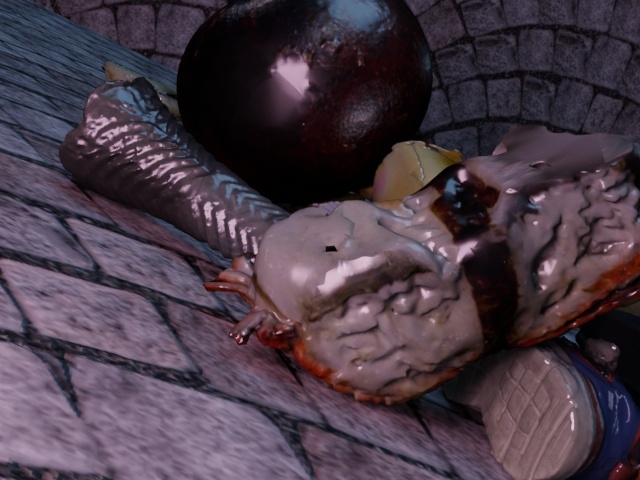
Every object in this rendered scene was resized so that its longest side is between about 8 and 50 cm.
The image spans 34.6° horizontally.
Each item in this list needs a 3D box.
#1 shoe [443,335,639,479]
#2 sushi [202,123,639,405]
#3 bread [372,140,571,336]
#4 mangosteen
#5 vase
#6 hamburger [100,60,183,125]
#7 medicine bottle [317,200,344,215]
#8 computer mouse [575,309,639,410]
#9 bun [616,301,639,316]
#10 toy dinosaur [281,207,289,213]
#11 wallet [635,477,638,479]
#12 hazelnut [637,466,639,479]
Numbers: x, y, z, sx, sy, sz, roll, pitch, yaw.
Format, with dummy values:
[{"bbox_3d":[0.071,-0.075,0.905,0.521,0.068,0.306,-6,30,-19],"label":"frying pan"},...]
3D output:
[{"bbox_3d":[0.175,0.108,0.755,0.126,0.099,0.227,17,16,-14],"label":"shoe"},{"bbox_3d":[0.093,0.011,0.690,0.124,0.332,0.129,-121,-171,-65],"label":"sushi"},{"bbox_3d":[0.145,0.019,1.089,0.260,0.158,0.156,47,32,19],"label":"bread"},{"bbox_3d":[-0.012,-0.172,1.251,0.330,0.330,0.330,26,9,-4],"label":"mangosteen"},{"bbox_3d":[-0.091,-0.032,0.831,0.237,0.115,0.115,33,10,25],"label":"vase"},{"bbox_3d":[-0.251,-0.206,1.484,0.140,0.062,0.133,17,12,-39],"label":"hamburger"},{"bbox_3d":[0.046,0.023,0.953,0.084,0.083,0.203,23,8,-27],"label":"medicine bottle"},{"bbox_3d":[0.403,0.168,1.104,0.170,0.100,0.269,20,8,-32],"label":"computer mouse"},{"bbox_3d":[0.496,0.119,1.637,0.222,0.127,0.222,48,-10,12],"label":"bun"},{"bbox_3d":[0.001,-0.001,1.115,0.220,0.032,0.108,28,7,-9],"label":"toy dinosaur"},{"bbox_3d":[0.267,0.194,0.754,0.118,0.038,0.153,27,12,9],"label":"wallet"},{"bbox_3d":[0.301,0.113,0.368,0.315,0.372,0.372,68,19,10],"label":"hazelnut"}]
